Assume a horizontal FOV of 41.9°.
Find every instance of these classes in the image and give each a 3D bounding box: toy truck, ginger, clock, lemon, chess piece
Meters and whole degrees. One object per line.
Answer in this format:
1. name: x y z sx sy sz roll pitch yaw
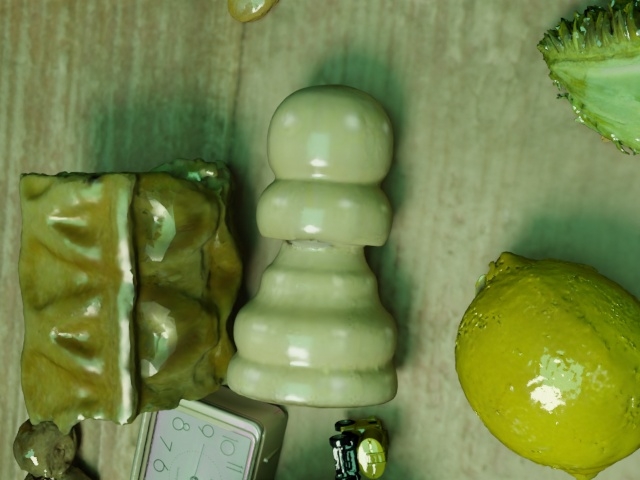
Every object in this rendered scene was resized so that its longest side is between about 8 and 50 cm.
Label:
1. toy truck: 0.041 0.210 0.846 0.054 0.083 0.049 -8 92 7
2. ginger: -0.317 0.307 0.997 0.104 0.080 0.204 -2 96 27
3. clock: -0.129 0.259 0.922 0.146 0.071 0.192 17 100 19
4. lemon: 0.205 0.103 0.723 0.173 0.173 0.206 -38 73 20
5. chess piece: 0.000 0.000 0.815 0.167 0.167 0.300 4 90 21

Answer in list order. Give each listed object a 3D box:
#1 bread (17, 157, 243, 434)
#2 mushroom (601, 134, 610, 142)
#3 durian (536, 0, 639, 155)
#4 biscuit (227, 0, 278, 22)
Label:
1. bread: -0.192 0.045 0.861 0.196 0.238 0.252 6 105 58
2. mushroom: 0.390 -0.095 0.714 0.286 0.028 0.026 4 139 22
3. durian: 0.374 -0.157 0.677 0.394 0.163 0.198 6 128 26
4. biscuit: -0.101 -0.347 0.879 0.153 0.030 0.234 -37 82 18
